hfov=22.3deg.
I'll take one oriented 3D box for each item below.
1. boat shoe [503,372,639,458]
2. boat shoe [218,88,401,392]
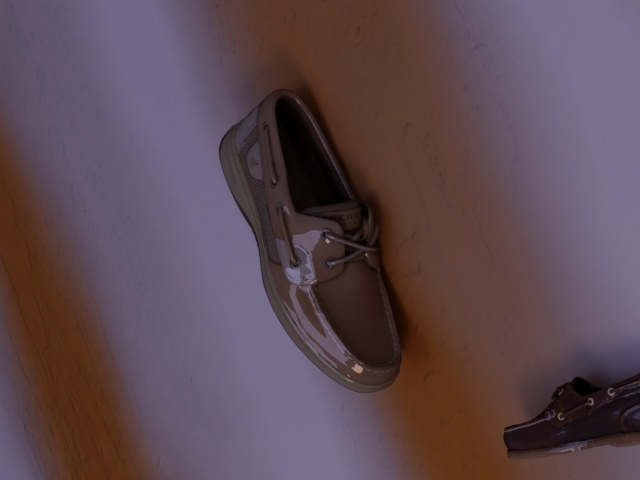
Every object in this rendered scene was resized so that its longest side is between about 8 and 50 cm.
[{"bbox_3d":[0.260,0.166,1.564,0.207,0.073,0.073,-18,88,41],"label":"boat shoe"},{"bbox_3d":[0.000,0.000,1.741,0.110,0.122,0.341,-42,71,46],"label":"boat shoe"}]
